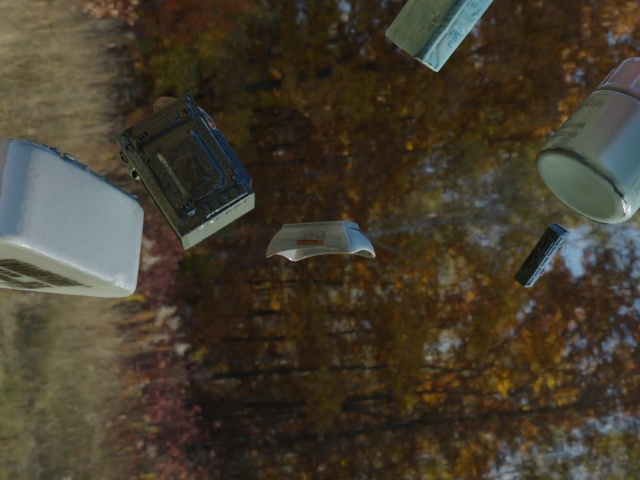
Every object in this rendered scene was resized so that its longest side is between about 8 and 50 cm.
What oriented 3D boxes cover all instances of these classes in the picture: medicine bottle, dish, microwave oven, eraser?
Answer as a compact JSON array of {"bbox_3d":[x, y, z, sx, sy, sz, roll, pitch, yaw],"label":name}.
[{"bbox_3d":[0.357,-0.119,1.064,0.135,0.168,0.135,40,-11,10],"label":"medicine bottle"},{"bbox_3d":[0.000,0.000,1.962,0.151,0.212,0.077,13,76,-65],"label":"dish"},{"bbox_3d":[-0.221,-0.114,1.485,0.205,0.163,0.129,55,-9,7],"label":"microwave oven"},{"bbox_3d":[-0.391,-0.013,1.257,0.331,0.331,0.150,122,-30,-74],"label":"eraser"}]

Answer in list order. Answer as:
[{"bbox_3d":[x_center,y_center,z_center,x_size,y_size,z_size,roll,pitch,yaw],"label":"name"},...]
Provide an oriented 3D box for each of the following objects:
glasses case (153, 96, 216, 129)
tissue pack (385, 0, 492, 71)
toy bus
[{"bbox_3d":[-0.282,-0.246,1.804,0.194,0.049,0.073,23,-24,51],"label":"glasses case"},{"bbox_3d":[0.269,-0.500,1.894,0.263,0.089,0.177,-55,-147,14],"label":"tissue pack"},{"bbox_3d":[0.526,0.036,2.137,0.047,0.065,0.166,40,-68,26],"label":"toy bus"}]
